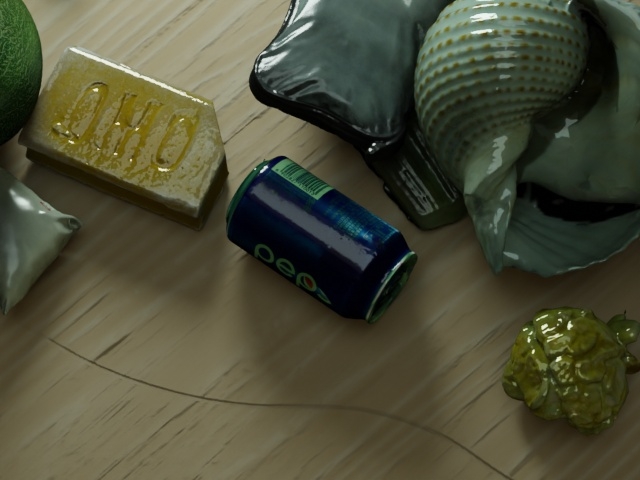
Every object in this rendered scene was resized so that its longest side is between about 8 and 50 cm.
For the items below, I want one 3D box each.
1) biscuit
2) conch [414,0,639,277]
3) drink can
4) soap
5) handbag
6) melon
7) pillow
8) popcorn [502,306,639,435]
[{"bbox_3d":[0.069,-0.153,1.927,0.099,0.038,0.322,-29,71,-11],"label":"biscuit"},{"bbox_3d":[0.254,-0.131,1.822,0.303,0.215,0.319,4,101,13],"label":"conch"},{"bbox_3d":[0.000,0.000,1.830,0.205,0.118,0.118,34,75,14],"label":"drink can"},{"bbox_3d":[-0.215,-0.120,1.906,0.232,0.073,0.140,23,77,9],"label":"soap"},{"bbox_3d":[0.049,-0.247,1.911,0.191,0.075,0.332,24,58,-1],"label":"handbag"},{"bbox_3d":[-0.403,-0.198,1.858,0.182,0.182,0.288,-16,36,-4],"label":"melon"},{"bbox_3d":[-0.411,-0.031,1.877,0.254,0.078,0.144,32,72,14],"label":"pillow"},{"bbox_3d":[0.271,0.134,1.762,0.162,0.135,0.141,-16,48,9],"label":"popcorn"}]
